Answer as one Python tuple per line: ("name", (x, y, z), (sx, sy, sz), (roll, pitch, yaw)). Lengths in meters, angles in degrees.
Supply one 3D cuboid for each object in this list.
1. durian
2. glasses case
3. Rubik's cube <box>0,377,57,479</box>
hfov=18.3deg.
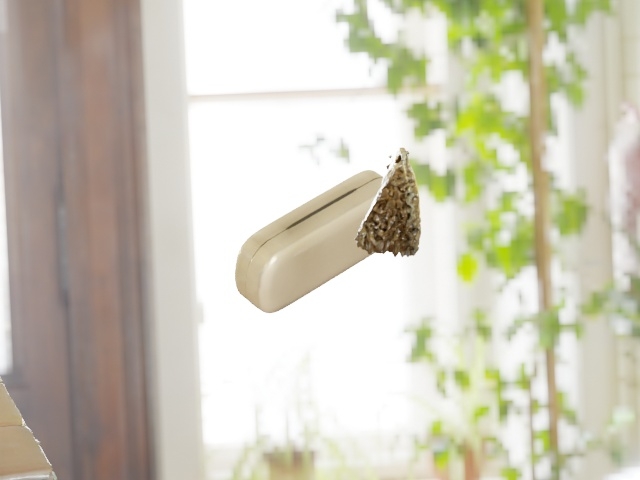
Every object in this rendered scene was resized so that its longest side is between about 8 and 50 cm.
("durian", (0.064, -0.023, 1.624), (0.052, 0.066, 0.130), (20, -32, 5))
("glasses case", (0.000, 0.000, 1.937), (0.196, 0.083, 0.050), (-30, 48, -34))
("Rubik's cube", (-0.336, 0.229, 1.501), (0.221, 0.231, 0.224), (-5, 25, -23))
